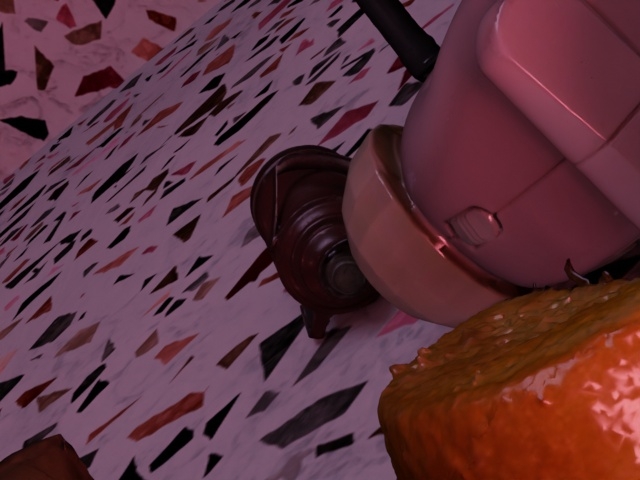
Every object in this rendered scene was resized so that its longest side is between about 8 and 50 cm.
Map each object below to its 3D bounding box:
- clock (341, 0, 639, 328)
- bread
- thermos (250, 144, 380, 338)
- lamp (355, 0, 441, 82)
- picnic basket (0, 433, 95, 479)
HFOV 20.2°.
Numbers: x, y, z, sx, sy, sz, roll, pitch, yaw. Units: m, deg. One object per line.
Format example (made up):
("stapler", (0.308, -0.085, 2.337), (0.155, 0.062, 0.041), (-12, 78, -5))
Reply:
("clock", (0.170, -0.109, 1.054), (0.342, 0.184, 0.326), (-42, -3, -20))
("bread", (0.102, 0.089, 0.740), (0.139, 0.143, 0.229), (-24, 1, -20))
("thermos", (0.003, 0.001, 1.353), (0.232, 0.099, 0.124), (-116, 39, -72))
("lamp", (0.192, -0.323, 1.558), (0.272, 0.205, 0.374), (-37, 0, -23))
("picnic basket", (-0.206, 0.273, 0.803), (0.321, 0.254, 0.291), (-28, 18, 7))
